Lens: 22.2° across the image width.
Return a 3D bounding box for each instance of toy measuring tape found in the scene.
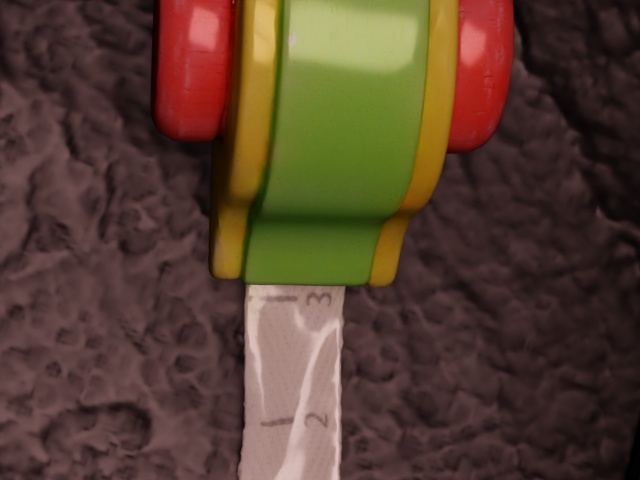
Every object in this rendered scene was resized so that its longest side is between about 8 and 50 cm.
[{"bbox_3d":[0.000,0.000,0.513,0.121,0.121,0.330,2,91,-7],"label":"toy measuring tape"}]

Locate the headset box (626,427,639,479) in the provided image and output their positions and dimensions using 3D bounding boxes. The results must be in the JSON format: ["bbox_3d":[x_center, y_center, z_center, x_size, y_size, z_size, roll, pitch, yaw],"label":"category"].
[{"bbox_3d":[0.206,0.013,0.474,0.131,0.246,0.283,14,90,-8],"label":"headset box"}]
